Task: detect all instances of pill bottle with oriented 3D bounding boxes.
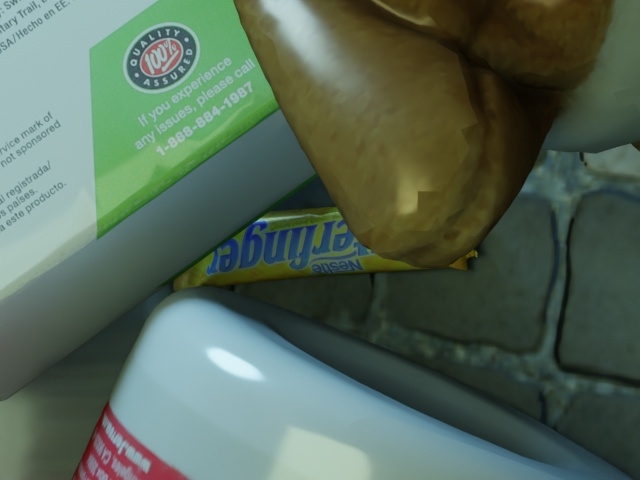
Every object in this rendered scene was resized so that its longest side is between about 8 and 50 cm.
[{"bbox_3d":[-0.041,0.244,0.762,0.229,0.229,0.408,26,94,27],"label":"pill bottle"}]

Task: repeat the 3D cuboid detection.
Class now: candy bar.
[{"bbox_3d":[0.000,0.000,0.890,0.161,0.018,0.040,-4,86,29],"label":"candy bar"}]

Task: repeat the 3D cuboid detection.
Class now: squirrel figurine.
[{"bbox_3d":[0.137,-0.237,0.660,0.370,0.281,0.397,-51,53,33],"label":"squirrel figurine"}]

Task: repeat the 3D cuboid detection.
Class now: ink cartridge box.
[{"bbox_3d":[-0.145,-0.101,0.805,0.198,0.115,0.273,-35,74,1],"label":"ink cartridge box"}]

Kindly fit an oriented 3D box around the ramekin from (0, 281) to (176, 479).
[{"bbox_3d":[-0.208,0.072,0.936,0.272,0.127,0.273,-2,87,28],"label":"ramekin"}]
